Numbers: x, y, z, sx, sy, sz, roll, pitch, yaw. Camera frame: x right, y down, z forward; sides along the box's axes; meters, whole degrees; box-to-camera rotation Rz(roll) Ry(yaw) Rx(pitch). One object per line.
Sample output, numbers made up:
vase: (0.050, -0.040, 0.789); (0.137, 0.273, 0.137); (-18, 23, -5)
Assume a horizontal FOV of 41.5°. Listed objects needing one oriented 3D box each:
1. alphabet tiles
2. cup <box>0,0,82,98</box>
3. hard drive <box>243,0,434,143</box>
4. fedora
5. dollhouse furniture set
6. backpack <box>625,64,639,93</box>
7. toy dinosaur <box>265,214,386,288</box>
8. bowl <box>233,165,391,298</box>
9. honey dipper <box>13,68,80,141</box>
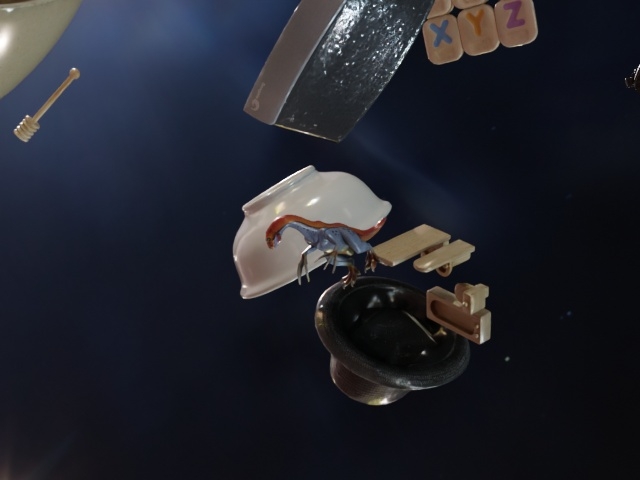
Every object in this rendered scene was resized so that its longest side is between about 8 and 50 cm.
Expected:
alphabet tiles: (0.207, -0.407, 1.221); (0.284, 0.021, 0.278); (-7, -81, 31)
cup: (-0.427, -0.263, 0.913); (0.331, 0.331, 0.237); (46, -46, 15)
hard drive: (0.031, -0.238, 1.057); (0.255, 0.172, 0.054); (-55, -130, 23)
fedora: (0.124, 0.216, 1.663); (0.334, 0.334, 0.152); (39, -55, 23)
dollhouse furniture set: (0.167, 0.083, 1.292); (0.144, 0.123, 0.151); (26, -51, 45)
backpack: (0.514, -0.238, 1.121); (0.115, 0.182, 0.152); (54, -49, 28)
toy dinosaur: (0.000, 0.000, 0.585); (0.047, 0.090, 0.082); (-30, -59, 34)
bowl: (-0.039, -0.035, 1.432); (0.298, 0.298, 0.134); (-22, -79, 54)
honey dipper: (-0.480, -0.242, 1.495); (0.030, 0.160, 0.030); (44, 8, -8)
